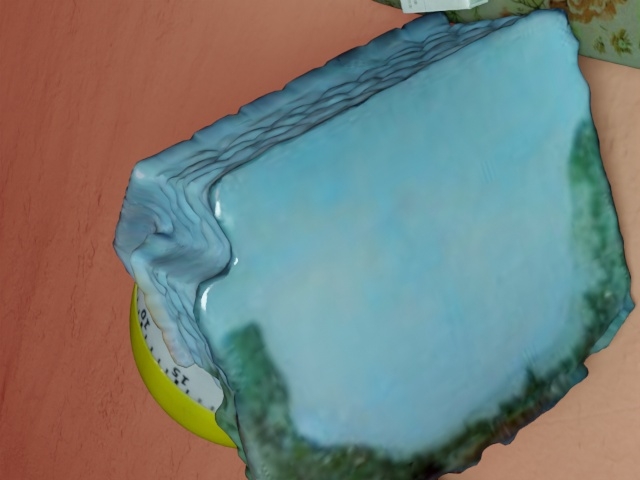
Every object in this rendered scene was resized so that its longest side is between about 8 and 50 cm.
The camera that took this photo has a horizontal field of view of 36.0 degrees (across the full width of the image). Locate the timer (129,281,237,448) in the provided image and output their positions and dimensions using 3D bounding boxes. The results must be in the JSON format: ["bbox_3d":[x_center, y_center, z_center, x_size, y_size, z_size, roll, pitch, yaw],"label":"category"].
[{"bbox_3d":[-0.076,0.103,1.030,0.285,0.285,0.285,12,106,49],"label":"timer"}]

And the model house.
[{"bbox_3d":[0.000,0.000,0.822,0.339,0.360,0.298,21,139,56],"label":"model house"}]

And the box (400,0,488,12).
[{"bbox_3d":[0.094,-0.212,0.789,0.083,0.024,0.054,15,123,55],"label":"box"}]

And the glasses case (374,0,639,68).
[{"bbox_3d":[0.165,-0.241,0.781,0.425,0.098,0.157,29,124,46],"label":"glasses case"}]
